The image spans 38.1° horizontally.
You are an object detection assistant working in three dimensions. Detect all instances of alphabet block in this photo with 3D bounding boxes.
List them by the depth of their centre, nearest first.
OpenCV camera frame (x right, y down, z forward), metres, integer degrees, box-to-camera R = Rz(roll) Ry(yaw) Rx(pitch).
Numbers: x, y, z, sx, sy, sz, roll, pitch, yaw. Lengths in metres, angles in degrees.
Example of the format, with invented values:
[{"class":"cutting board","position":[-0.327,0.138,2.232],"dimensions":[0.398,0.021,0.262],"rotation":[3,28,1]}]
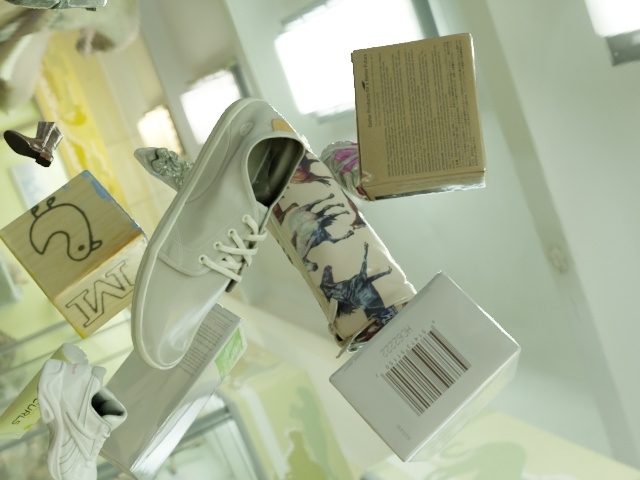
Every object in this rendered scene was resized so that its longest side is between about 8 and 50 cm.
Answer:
[{"class":"alphabet block","position":[-0.426,0.027,1.682],"dimensions":[0.192,0.197,0.193],"rotation":[44,-16,24]}]

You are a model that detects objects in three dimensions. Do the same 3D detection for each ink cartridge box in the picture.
[{"class":"ink cartridge box","position":[0.154,-0.190,1.451],"dimensions":[0.088,0.193,0.235],"rotation":[48,38,-71]}]

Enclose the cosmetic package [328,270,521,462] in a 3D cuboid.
[{"class":"cosmetic package","position":[0.181,0.217,1.473],"dimensions":[0.161,0.230,0.453],"rotation":[46,-2,17]}]

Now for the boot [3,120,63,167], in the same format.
[{"class":"boot","position":[-0.538,-0.200,1.747],"dimensions":[0.106,0.037,0.114],"rotation":[42,30,-30]}]

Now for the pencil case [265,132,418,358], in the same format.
[{"class":"pencil case","position":[0.000,0.000,1.636],"dimensions":[0.410,0.183,0.160],"rotation":[55,-46,14]}]

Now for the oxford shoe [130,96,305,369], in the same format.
[{"class":"oxford shoe","position":[-0.156,-0.004,1.421],"dimensions":[0.130,0.449,0.169],"rotation":[24,-3,30]}]

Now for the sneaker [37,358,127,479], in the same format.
[{"class":"sneaker","position":[-0.336,0.276,1.341],"dimensions":[0.090,0.115,0.232],"rotation":[-90,179,-58]}]

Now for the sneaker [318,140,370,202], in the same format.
[{"class":"sneaker","position":[0.074,-0.127,1.748],"dimensions":[0.103,0.111,0.252],"rotation":[31,-31,-30]}]

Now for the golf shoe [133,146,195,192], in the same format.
[{"class":"golf shoe","position":[-0.305,-0.143,1.863],"dimensions":[0.086,0.069,0.176],"rotation":[17,-16,30]}]

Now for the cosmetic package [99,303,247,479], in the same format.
[{"class":"cosmetic package","position":[-0.317,0.294,1.886],"dimensions":[0.155,0.365,0.197],"rotation":[30,-19,12]}]

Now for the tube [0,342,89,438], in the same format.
[{"class":"tube","position":[-0.523,0.291,1.721],"dimensions":[0.070,0.240,0.062],"rotation":[39,15,-20]}]

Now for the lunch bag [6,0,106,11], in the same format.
[{"class":"lunch bag","position":[-0.502,-0.592,1.767],"dimensions":[0.212,0.256,0.305],"rotation":[31,-65,33]}]
